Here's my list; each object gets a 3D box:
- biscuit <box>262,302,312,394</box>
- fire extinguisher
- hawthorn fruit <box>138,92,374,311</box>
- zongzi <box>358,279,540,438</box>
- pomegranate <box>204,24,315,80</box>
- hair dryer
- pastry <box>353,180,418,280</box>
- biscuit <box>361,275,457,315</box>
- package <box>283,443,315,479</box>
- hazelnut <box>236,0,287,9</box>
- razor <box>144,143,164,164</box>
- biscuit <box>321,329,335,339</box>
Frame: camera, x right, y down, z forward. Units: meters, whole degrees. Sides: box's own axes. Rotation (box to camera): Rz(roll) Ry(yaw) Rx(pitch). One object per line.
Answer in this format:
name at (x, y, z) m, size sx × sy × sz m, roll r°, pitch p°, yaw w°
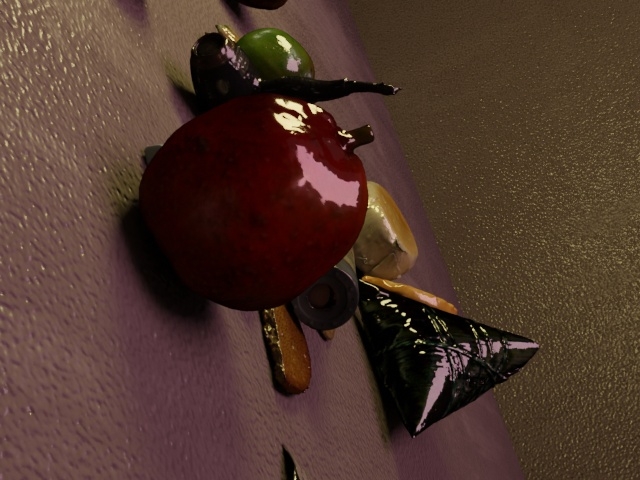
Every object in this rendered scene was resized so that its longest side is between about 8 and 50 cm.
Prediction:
biscuit at (-0.052, 0.157, 1.427) m, size 0.126 × 0.025 × 0.206 m, roll 51°, pitch 21°, yaw -46°
fire extinguisher at (0.010, 0.004, 1.615) m, size 0.376 × 0.113 × 0.200 m, roll -93°, pitch -165°, yaw -73°
hawthorn fruit at (-0.066, -0.054, 1.155) m, size 0.265 × 0.307 × 0.265 m, roll 62°, pitch 7°, yaw -13°
zongzi at (0.236, 0.292, 1.903) m, size 0.383 × 0.319 × 0.362 m, roll 33°, pitch 33°, yaw -32°
pomegranate at (-0.121, -0.319, 1.710) m, size 0.225 × 0.187 × 0.187 m, roll 40°, pitch 8°, yaw 15°
hair dryer at (-0.030, -0.217, 1.525) m, size 0.304 × 0.359 × 0.120 m, roll 64°, pitch 37°, yaw -47°
pastry at (0.127, -0.023, 2.170) m, size 0.265 × 0.133 × 0.265 m, roll 58°, pitch 16°, yaw -26°
biscuit at (0.215, 0.143, 2.112) m, size 0.309 × 0.204 × 0.040 m, roll 44°, pitch 62°, yaw -67°
package at (0.020, 0.408, 1.212) m, size 0.204 × 0.062 × 0.251 m, roll 59°, pitch 11°, yaw -30°
hazelnut at (-0.150, -0.634, 2.053) m, size 0.229 × 0.229 × 0.229 m, roll 59°, pitch 15°, yaw -27°
razor at (-0.190, -0.133, 1.365) m, size 0.278 × 0.056 × 0.111 m, roll -25°, pitch 106°, yaw -70°
biscuit at (0.010, 0.136, 1.712) m, size 0.071 × 0.018 × 0.147 m, roll 64°, pitch 15°, yaw -13°
